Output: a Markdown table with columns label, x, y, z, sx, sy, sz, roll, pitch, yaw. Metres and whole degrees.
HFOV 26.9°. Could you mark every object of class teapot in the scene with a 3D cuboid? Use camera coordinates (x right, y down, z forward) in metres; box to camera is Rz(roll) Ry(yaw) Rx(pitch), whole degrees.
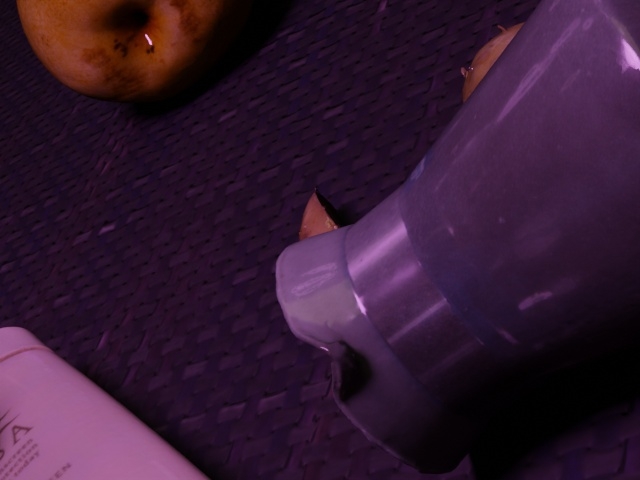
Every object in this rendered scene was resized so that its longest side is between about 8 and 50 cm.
| label | x | y | z | sx | sy | sz | roll | pitch | yaw |
| --- | --- | --- | --- | --- | --- | --- | --- | --- | --- |
| teapot | 0.109 | -0.011 | 0.605 | 0.225 | 0.171 | 0.203 | -38 | -4 | 22 |

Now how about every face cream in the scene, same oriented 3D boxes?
| label | x | y | z | sx | sy | sz | roll | pitch | yaw |
| --- | --- | --- | --- | --- | --- | --- | --- | --- | --- |
| face cream | -0.177 | 0.156 | 0.772 | 0.173 | 0.081 | 0.348 | -55 | 31 | -7 |

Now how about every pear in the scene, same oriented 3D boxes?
| label | x | y | z | sx | sy | sz | roll | pitch | yaw |
| --- | --- | --- | --- | --- | --- | --- | --- | --- | --- |
| pear | -0.159 | -0.225 | 1.154 | 0.209 | 0.209 | 0.209 | -29 | 31 | 20 |

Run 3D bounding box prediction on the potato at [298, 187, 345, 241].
| label | x | y | z | sx | sy | sz | roll | pitch | yaw |
| --- | --- | --- | --- | --- | --- | --- | --- | --- | --- |
| potato | 0.000 | 0.000 | 0.828 | 0.036 | 0.037 | 0.093 | -43 | 30 | 6 |

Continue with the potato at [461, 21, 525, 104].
| label | x | y | z | sx | sy | sz | roll | pitch | yaw |
| --- | --- | --- | --- | --- | --- | --- | --- | --- | --- |
| potato | 0.135 | -0.085 | 0.747 | 0.091 | 0.070 | 0.138 | -50 | 31 | -15 |
